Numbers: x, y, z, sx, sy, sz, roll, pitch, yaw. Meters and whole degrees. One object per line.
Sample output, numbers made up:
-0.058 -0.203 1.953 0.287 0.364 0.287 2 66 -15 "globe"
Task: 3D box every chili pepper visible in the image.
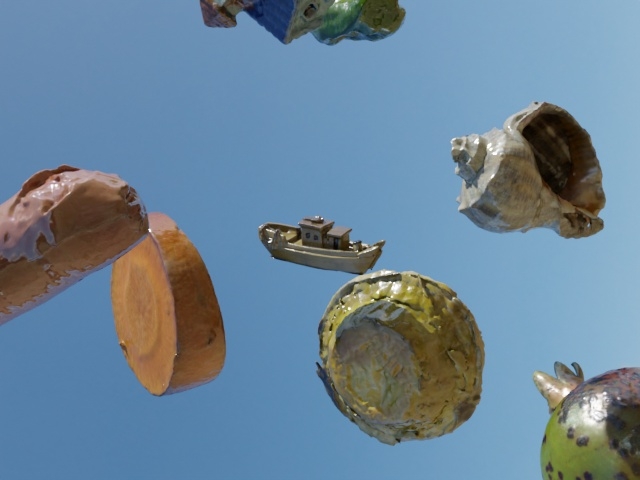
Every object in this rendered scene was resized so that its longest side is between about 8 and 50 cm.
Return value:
0.022 -0.237 0.922 0.072 0.204 0.073 19 -82 -29 "chili pepper"

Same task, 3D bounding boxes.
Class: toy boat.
0.000 0.000 1.316 0.064 0.206 0.072 -30 -57 -55 "toy boat"

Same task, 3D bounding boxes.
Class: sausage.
-0.331 0.054 0.735 0.094 0.418 0.094 63 -173 7 "sausage"

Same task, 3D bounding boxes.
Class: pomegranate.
0.337 0.225 0.983 0.246 0.198 0.198 -85 -11 -71 "pomegranate"

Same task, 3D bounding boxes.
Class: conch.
0.311 -0.098 1.397 0.291 0.159 0.210 30 -114 -32 "conch"

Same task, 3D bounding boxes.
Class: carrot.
-0.266 0.102 1.477 0.100 0.258 0.307 -14 -101 -37 "carrot"

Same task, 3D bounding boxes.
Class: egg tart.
0.106 0.185 1.346 0.116 0.294 0.295 -24 -65 -58 "egg tart"

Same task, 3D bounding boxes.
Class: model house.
-0.040 -0.229 0.752 0.149 0.119 0.148 -47 -19 9 "model house"
